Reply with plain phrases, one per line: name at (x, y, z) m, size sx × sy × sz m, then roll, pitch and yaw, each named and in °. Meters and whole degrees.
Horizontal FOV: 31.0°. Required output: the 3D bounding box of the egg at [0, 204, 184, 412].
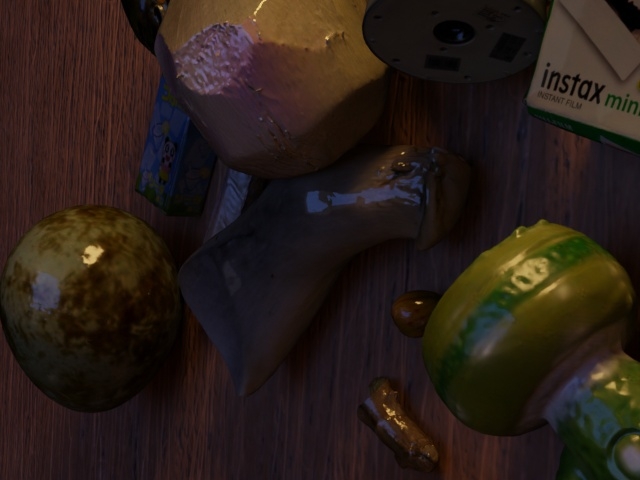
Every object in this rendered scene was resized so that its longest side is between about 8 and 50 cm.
egg at (-0.298, 0.093, 1.519) m, size 0.238 × 0.238 × 0.289 m, roll 38°, pitch 137°, yaw 47°

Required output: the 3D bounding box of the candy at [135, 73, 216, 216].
candy at (-0.181, -0.137, 1.523) m, size 0.097 × 0.062 × 0.194 m, roll 36°, pitch 115°, yaw 48°

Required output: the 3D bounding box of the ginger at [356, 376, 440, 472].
ginger at (0.076, 0.192, 1.188) m, size 0.057 × 0.044 × 0.137 m, roll -50°, pitch 50°, yaw 13°

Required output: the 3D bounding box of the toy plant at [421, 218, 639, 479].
toy plant at (0.232, 0.150, 0.902) m, size 0.224 × 0.184 × 0.316 m, roll -50°, pitch 59°, yaw 13°

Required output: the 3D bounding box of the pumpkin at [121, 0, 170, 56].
pumpkin at (-0.118, -0.342, 1.353) m, size 0.320 × 0.192 × 0.320 m, roll -12°, pitch 75°, yaw 54°

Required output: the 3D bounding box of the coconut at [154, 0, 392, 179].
coconut at (-0.050, -0.190, 1.148) m, size 0.227 × 0.227 × 0.230 m, roll -2°, pitch 129°, yaw 52°

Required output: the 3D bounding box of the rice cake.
rice cake at (-0.103, -0.048, 1.428) m, size 0.055 × 0.049 × 0.269 m, roll 27°, pitch 110°, yaw 26°

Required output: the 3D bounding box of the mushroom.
mushroom at (0.001, 0.000, 1.234) m, size 0.397 × 0.126 × 0.177 m, roll -44°, pitch 65°, yaw 40°

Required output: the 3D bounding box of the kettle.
kettle at (0.127, -0.274, 1.073) m, size 0.210 × 0.160 × 0.243 m, roll 112°, pitch 168°, yaw -65°

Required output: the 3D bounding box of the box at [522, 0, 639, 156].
box at (0.276, -0.190, 0.914) m, size 0.180 × 0.103 × 0.250 m, roll 28°, pitch 109°, yaw 50°

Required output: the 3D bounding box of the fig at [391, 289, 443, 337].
fig at (0.109, 0.066, 1.153) m, size 0.083 × 0.050 × 0.050 m, roll -31°, pitch 63°, yaw 31°
